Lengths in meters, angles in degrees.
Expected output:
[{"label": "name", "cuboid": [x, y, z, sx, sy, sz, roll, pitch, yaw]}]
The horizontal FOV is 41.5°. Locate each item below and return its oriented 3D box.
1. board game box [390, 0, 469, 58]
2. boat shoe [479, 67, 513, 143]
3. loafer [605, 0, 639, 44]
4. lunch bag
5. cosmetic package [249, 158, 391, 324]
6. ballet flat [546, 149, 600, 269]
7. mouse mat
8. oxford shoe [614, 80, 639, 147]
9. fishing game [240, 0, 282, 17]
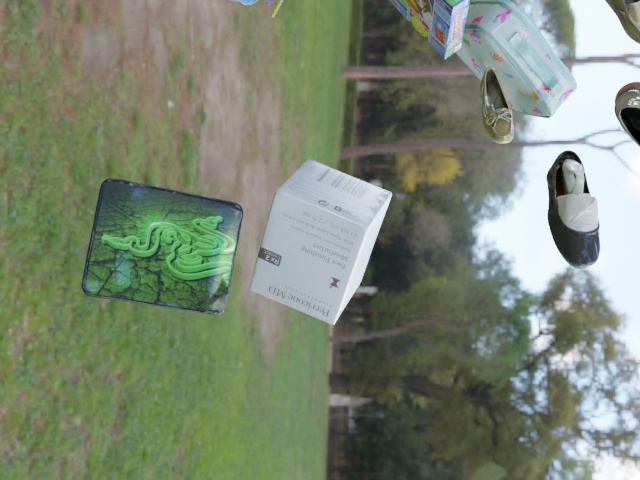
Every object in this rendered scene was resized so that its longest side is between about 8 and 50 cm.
[{"label": "board game box", "cuboid": [0.143, -0.387, 1.284, 0.201, 0.035, 0.136, 52, -10, 17]}, {"label": "boat shoe", "cuboid": [0.334, -0.256, 1.610, 0.048, 0.056, 0.153, 66, 19, -63]}, {"label": "loafer", "cuboid": [0.537, -0.393, 1.442, 0.056, 0.148, 0.050, -42, 180, -16]}, {"label": "lunch bag", "cuboid": [0.410, -0.385, 1.791, 0.108, 0.279, 0.224, -49, -158, -4]}, {"label": "cosmetic package", "cuboid": [0.000, 0.000, 1.322, 0.151, 0.151, 0.184, -53, 162, -59]}, {"label": "ballet flat", "cuboid": [0.488, -0.073, 1.642, 0.096, 0.095, 0.280, 94, -2, -45]}, {"label": "mouse mat", "cuboid": [-0.200, 0.010, 1.090, 0.007, 0.189, 0.153, -173, -87, -68]}, {"label": "oxford shoe", "cuboid": [0.752, -0.184, 1.782, 0.123, 0.348, 0.130, -54, 177, 39]}, {"label": "fishing game", "cuboid": [-0.182, -0.612, 1.862, 0.041, 0.264, 0.189, -27, -150, 56]}]
